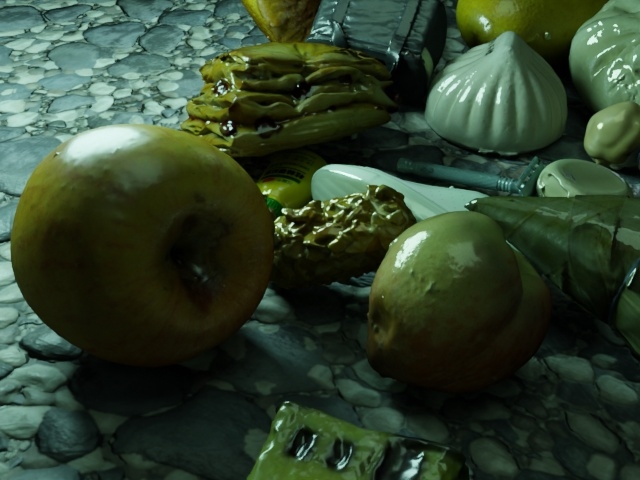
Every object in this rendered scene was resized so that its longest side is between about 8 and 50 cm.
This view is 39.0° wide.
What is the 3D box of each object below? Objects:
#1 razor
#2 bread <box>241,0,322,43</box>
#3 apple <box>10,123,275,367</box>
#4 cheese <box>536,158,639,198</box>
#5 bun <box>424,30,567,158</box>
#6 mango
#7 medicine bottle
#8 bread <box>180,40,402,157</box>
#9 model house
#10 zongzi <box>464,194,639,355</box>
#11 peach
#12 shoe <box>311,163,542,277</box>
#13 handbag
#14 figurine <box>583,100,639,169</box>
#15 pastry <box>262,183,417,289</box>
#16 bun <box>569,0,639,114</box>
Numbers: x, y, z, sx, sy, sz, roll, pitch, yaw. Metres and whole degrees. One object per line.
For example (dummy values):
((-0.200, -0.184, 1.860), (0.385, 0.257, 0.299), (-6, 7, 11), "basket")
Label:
((0.234, -0.101, 1.459), (0.232, 0.068, 0.106), (13, 35, 27), "razor")
((-0.026, -0.518, 1.815), (0.312, 0.312, 0.172), (-23, 32, -31), "bread")
((-0.221, 0.004, 1.095), (0.299, 0.298, 0.275), (-27, 16, -34), "apple")
((0.445, -0.073, 1.410), (0.228, 0.064, 0.137), (-1, 41, -28), "cheese")
((0.320, -0.283, 1.612), (0.263, 0.175, 0.263), (2, 34, -1), "bun")
((0.441, -0.463, 1.830), (0.301, 0.220, 0.445), (32, 45, 24), "mango")
((-0.067, -0.057, 1.366), (0.095, 0.064, 0.260), (8, 36, 17), "medicine bottle")
((-0.059, -0.244, 1.484), (0.325, 0.166, 0.277), (-18, 17, -25), "bread")
((0.006, 0.296, 0.806), (0.194, 0.174, 0.234), (15, 47, 16), "model house")
((0.441, -0.007, 1.196), (0.393, 0.174, 0.356), (37, 45, 25), "zongzi")
((0.149, 0.081, 1.069), (0.233, 0.232, 0.232), (1, 35, -1), "peach")
((0.162, -0.034, 1.292), (0.363, 0.131, 0.160), (31, 45, 28), "shoe")
((0.099, -0.361, 1.686), (0.255, 0.181, 0.181), (17, 67, 12), "handbag")
((0.534, -0.152, 1.497), (0.196, 0.114, 0.108), (36, 46, 28), "figurine")
((0.000, 0.000, 1.184), (0.250, 0.154, 0.102), (-12, 67, 17), "pastry")
((0.634, -0.325, 1.628), (0.360, 0.210, 0.359), (5, 43, -5), "bun")
